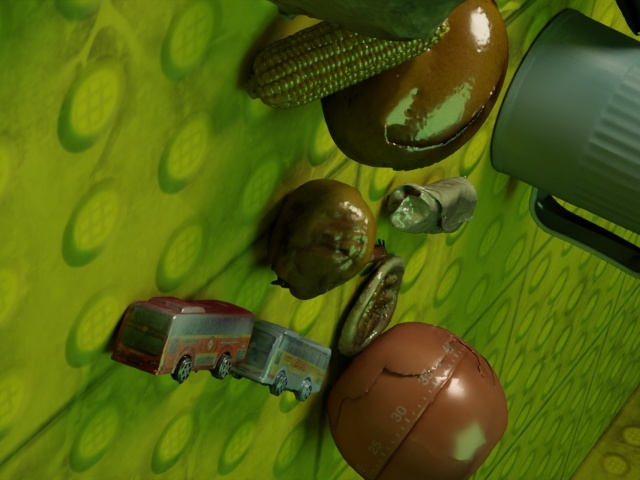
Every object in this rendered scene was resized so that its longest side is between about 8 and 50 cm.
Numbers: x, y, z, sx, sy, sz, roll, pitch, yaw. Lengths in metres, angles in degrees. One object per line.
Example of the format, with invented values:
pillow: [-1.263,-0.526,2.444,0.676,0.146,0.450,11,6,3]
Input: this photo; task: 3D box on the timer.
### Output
timer: [0.128,0.227,1.995,0.229,0.215,0.229,-49,176,-5]

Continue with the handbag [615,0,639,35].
handbag: [0.442,-0.454,1.983,0.288,0.152,0.342,17,86,-62]

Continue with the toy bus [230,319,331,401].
toy bus: [-0.045,0.139,1.729,0.075,0.064,0.190,-67,158,-3]

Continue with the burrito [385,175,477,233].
burrito: [0.147,-0.044,1.942,0.087,0.060,0.226,-62,160,14]

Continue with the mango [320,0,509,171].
mango: [0.097,-0.168,1.500,0.236,0.166,0.136,-52,175,-23]

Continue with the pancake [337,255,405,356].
pancake: [0.069,0.087,1.973,0.151,0.025,0.151,-48,155,-30]

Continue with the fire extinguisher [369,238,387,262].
fire extinguisher: [0.064,0.015,1.882,0.083,0.022,0.028,-12,97,-63]

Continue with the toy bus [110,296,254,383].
toy bus: [-0.133,0.096,1.486,0.192,0.065,0.077,5,100,-67]

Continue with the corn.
corn: [0.026,-0.180,1.407,0.207,0.068,0.068,-24,152,-3]

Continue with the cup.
cup: [0.430,-0.120,2.145,0.257,0.311,0.331,-10,125,-63]

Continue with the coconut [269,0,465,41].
coconut: [0.032,-0.313,0.997,0.346,0.346,0.360,23,60,-68]

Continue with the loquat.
loquat: [0.000,0.000,1.616,0.137,0.113,0.137,-52,-178,3]

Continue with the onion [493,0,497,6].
onion: [0.149,-0.243,1.679,0.107,0.097,0.107,-24,155,-12]
